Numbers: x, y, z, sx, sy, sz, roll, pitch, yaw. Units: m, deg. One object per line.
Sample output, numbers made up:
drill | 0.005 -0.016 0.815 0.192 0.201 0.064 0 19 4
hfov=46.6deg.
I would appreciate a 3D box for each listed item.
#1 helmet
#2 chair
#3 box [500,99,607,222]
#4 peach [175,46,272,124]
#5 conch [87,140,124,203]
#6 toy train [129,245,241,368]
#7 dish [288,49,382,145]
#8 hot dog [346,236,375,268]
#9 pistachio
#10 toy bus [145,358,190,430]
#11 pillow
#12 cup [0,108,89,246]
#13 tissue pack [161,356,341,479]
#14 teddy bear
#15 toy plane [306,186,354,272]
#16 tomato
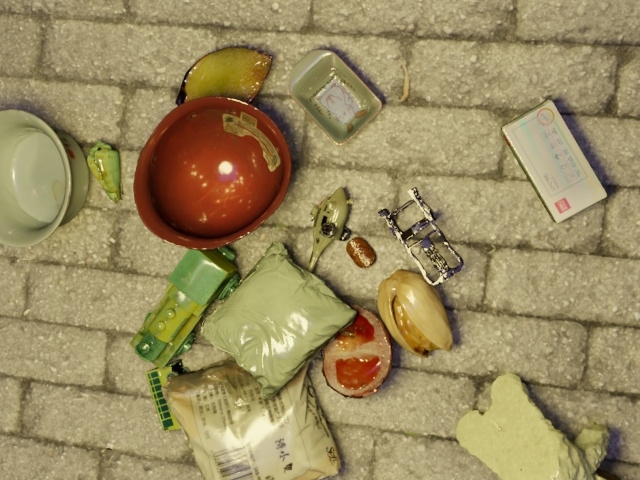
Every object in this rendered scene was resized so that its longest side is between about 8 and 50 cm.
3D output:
helmet | -0.259 -0.140 1.812 0.337 0.230 0.385 37 80 0
chair | 0.246 -0.007 1.795 0.106 0.113 0.229 -35 86 11
box | 0.546 -0.186 1.749 0.135 0.079 0.269 -31 87 10
peach | -0.236 -0.393 1.888 0.279 0.068 0.189 -22 81 13
conch | -0.558 -0.179 1.940 0.079 0.106 0.170 -17 94 12
toy train | -0.347 0.170 1.853 0.150 0.237 0.369 38 99 4
dish | 0.029 -0.361 1.842 0.154 0.064 0.234 -43 86 10
hot dog | 0.100 0.031 1.865 0.058 0.035 0.083 -39 86 10
pistachio | 0.230 0.180 1.798 0.157 0.157 0.229 -30 95 11
toy bus | -0.386 0.409 1.950 0.101 0.088 0.175 -18 88 11
pillow | -0.114 0.190 1.790 0.310 0.138 0.283 -45 72 -3
cup | -0.736 -0.161 1.929 0.347 0.163 0.347 2 96 22
tissue pack | -0.163 0.460 1.847 0.390 0.195 0.375 -18 86 -2
teddy bear | 0.568 0.556 1.777 0.362 0.375 0.327 33 101 -35
toy plane | 0.000 0.000 1.861 0.108 0.092 0.286 21 97 30
tomato | 0.103 0.269 1.827 0.199 0.112 0.228 -10 82 31
